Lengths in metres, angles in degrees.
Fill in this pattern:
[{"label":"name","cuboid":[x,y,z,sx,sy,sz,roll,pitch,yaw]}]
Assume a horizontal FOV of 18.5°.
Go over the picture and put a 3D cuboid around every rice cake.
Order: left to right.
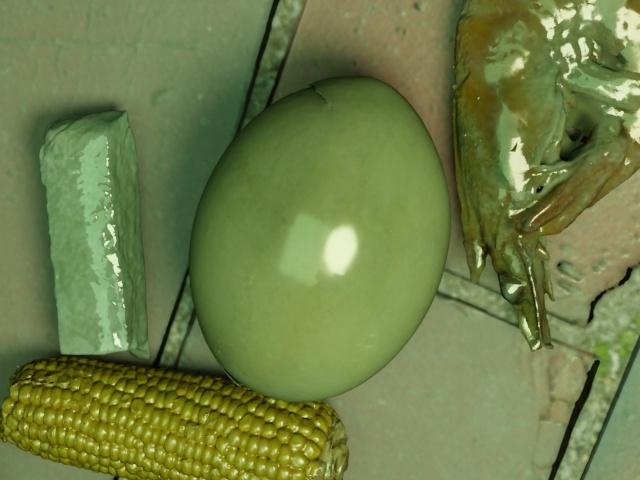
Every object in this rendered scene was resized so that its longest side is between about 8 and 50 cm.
[{"label":"rice cake","cuboid":[-0.178,0.000,1.549,0.069,0.063,0.206,2,102,16]}]

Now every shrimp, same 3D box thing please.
[{"label":"shrimp","cuboid":[0.181,-0.074,1.439,0.168,0.077,0.317,1,99,11]}]

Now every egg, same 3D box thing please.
[{"label":"egg","cuboid":[0.000,0.000,1.439,0.186,0.186,0.253,25,105,8]}]

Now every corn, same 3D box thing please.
[{"label":"corn","cuboid":[-0.118,0.147,1.550,0.293,0.106,0.106,12,104,14]}]
